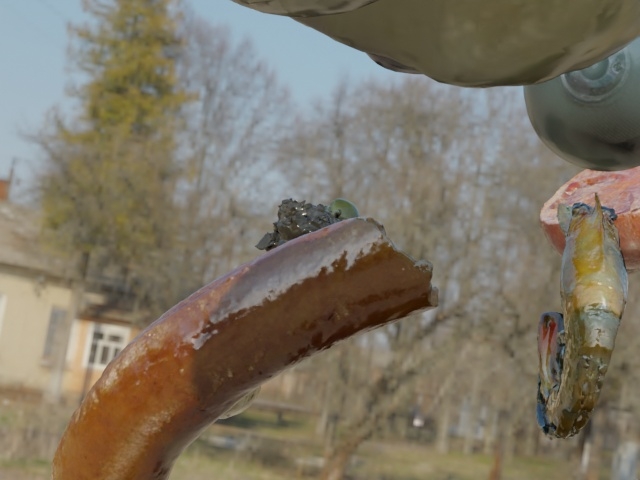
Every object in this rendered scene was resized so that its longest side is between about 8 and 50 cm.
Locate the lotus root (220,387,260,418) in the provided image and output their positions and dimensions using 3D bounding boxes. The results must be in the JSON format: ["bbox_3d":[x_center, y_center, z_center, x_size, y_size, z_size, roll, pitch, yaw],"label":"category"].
[{"bbox_3d":[-0.089,0.127,1.146,0.072,0.063,0.152,1,-14,5],"label":"lotus root"}]

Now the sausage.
[{"bbox_3d":[-0.063,0.080,0.825,0.103,0.302,0.076,49,12,-24],"label":"sausage"}]

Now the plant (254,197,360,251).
[{"bbox_3d":[0.000,0.000,1.129,0.087,0.085,0.174,-20,0,21],"label":"plant"}]

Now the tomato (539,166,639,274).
[{"bbox_3d":[0.357,-0.033,1.384,0.237,0.095,0.237,-26,13,6],"label":"tomato"}]

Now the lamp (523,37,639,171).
[{"bbox_3d":[0.169,-0.092,0.750,0.105,0.105,0.105,9,-7,1],"label":"lamp"}]

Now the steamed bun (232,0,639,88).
[{"bbox_3d":[0.055,-0.167,0.382,0.394,0.237,0.346,4,25,12],"label":"steamed bun"}]

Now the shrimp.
[{"bbox_3d":[0.221,0.069,1.119,0.058,0.173,0.253,15,34,-1],"label":"shrimp"}]

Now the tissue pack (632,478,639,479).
[{"bbox_3d":[0.240,0.394,0.962,0.228,0.382,0.293,-26,-15,-4],"label":"tissue pack"}]

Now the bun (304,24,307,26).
[{"bbox_3d":[0.113,-0.317,1.247,0.365,0.219,0.365,-25,-26,-14],"label":"bun"}]
